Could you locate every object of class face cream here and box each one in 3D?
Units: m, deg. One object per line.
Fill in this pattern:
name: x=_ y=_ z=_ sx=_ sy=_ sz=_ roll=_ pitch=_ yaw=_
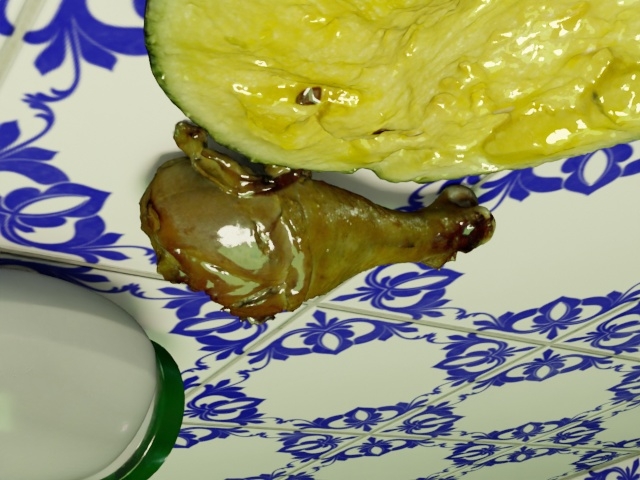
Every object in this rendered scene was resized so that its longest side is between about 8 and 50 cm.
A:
face cream: x=-0.338 y=0.167 z=0.919 sx=0.312 sy=0.220 sz=0.357 roll=-20 pitch=150 yaw=19

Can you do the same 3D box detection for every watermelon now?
watermelon: x=0.068 y=-0.168 z=0.482 sx=0.330 sy=0.190 sz=0.331 roll=4 pitch=156 yaw=2

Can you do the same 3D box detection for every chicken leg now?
chicken leg: x=-0.010 y=0.012 z=0.823 sx=0.361 sy=0.140 sz=0.211 roll=13 pitch=136 yaw=-28
